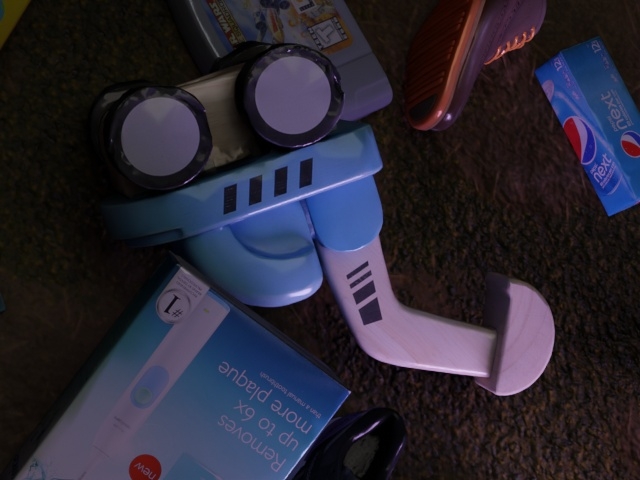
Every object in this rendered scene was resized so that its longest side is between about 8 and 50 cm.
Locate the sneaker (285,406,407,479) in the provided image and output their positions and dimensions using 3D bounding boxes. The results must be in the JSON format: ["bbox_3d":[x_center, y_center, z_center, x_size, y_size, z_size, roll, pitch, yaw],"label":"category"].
[{"bbox_3d":[-0.005,0.286,1.838,0.107,0.124,0.283,36,61,-9],"label":"sneaker"}]

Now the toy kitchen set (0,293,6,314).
[{"bbox_3d":[-0.365,0.147,1.716,0.166,0.122,0.207,-15,79,-29],"label":"toy kitchen set"}]

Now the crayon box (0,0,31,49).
[{"bbox_3d":[-0.402,-0.303,1.885,0.202,0.081,0.318,32,61,-12],"label":"crayon box"}]

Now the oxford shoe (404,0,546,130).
[{"bbox_3d":[0.210,-0.267,2.145,0.133,0.130,0.363,34,62,-20],"label":"oxford shoe"}]

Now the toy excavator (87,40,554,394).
[{"bbox_3d":[0.000,0.000,1.895,0.433,0.222,0.445,-18,101,-12],"label":"toy excavator"}]

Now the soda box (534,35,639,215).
[{"bbox_3d":[0.355,-0.143,2.200,0.071,0.067,0.210,-23,82,-30],"label":"soda box"}]

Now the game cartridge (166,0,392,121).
[{"bbox_3d":[-0.063,-0.254,2.049,0.198,0.062,0.297,-27,85,-35],"label":"game cartridge"}]

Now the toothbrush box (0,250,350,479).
[{"bbox_3d":[-0.149,0.193,1.734,0.216,0.126,0.295,38,90,-10],"label":"toothbrush box"}]
